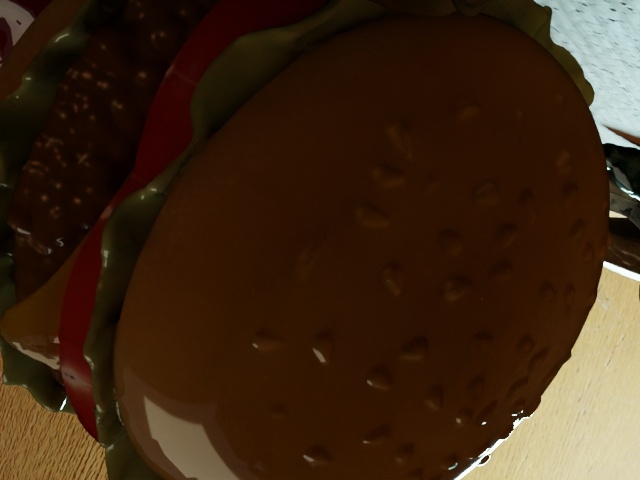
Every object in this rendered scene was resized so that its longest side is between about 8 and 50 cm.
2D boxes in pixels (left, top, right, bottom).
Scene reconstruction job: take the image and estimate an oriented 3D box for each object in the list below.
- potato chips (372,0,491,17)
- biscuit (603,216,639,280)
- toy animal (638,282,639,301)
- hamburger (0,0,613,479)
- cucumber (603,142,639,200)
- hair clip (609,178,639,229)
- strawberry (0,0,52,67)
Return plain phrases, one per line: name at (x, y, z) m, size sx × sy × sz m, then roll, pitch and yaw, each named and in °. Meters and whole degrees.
potato chips at (-0.040, -0.116, 0.370) m, size 0.195 × 0.061 × 0.208 m, roll 15°, pitch -177°, yaw -17°
biscuit at (0.421, 0.040, 1.341) m, size 0.277 × 0.052 × 0.262 m, roll 23°, pitch -164°, yaw 35°
toy animal at (0.384, 0.042, 1.055) m, size 0.169 × 0.121 × 0.233 m, roll 4°, pitch -163°, yaw -43°
hamburger at (0.000, 0.000, 0.551) m, size 0.274 × 0.274 × 0.212 m, roll 19°, pitch -171°, yaw -46°
cucumber at (0.259, -0.042, 0.968) m, size 0.155 × 0.037 × 0.037 m, roll 21°, pitch -177°, yaw -23°
hair clip at (0.298, -0.039, 1.317) m, size 0.140 × 0.054 × 0.220 m, roll 16°, pitch -172°, yaw -26°
strawberry at (-0.181, -0.112, 0.787) m, size 0.317 × 0.295 × 0.345 m, roll 38°, pitch 148°, yaw -5°
